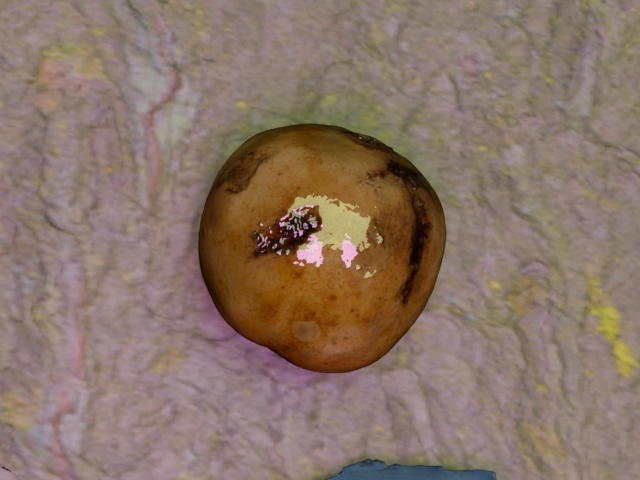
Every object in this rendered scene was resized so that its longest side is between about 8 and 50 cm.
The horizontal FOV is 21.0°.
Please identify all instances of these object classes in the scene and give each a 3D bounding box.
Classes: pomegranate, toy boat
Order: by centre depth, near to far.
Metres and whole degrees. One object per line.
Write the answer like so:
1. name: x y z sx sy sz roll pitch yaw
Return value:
1. pomegranate: 0.000 0.000 1.770 0.260 0.260 0.260 4 75 -13
2. toy boat: 0.073 0.293 1.789 0.238 0.098 0.109 1 32 -5
